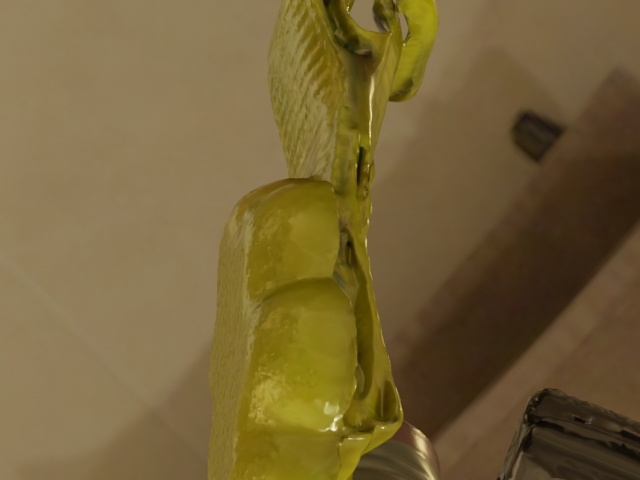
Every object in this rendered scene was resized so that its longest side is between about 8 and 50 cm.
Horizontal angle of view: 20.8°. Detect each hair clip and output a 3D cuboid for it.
[{"bbox_3d":[0.000,0.000,0.417,0.072,0.046,0.173,109,-7,-49],"label":"hair clip"}]

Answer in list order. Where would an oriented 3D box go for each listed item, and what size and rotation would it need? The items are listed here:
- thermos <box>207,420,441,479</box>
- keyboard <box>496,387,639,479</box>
[{"bbox_3d":[0.040,0.193,0.724,0.265,0.176,0.146,-100,-148,-50],"label":"thermos"},{"bbox_3d":[0.151,0.112,0.455,0.025,0.230,0.094,-54,163,-61],"label":"keyboard"}]
